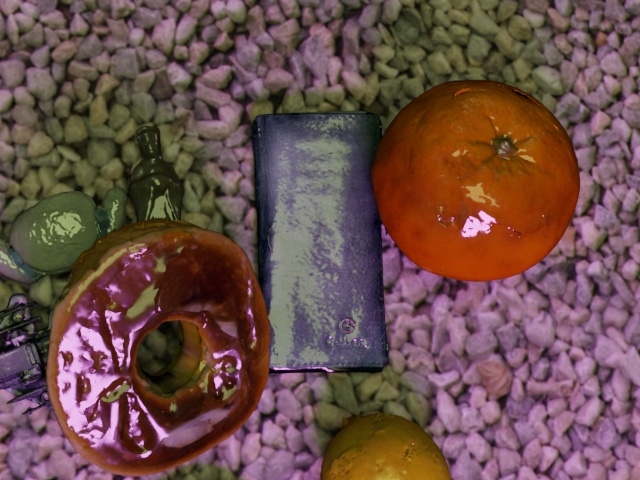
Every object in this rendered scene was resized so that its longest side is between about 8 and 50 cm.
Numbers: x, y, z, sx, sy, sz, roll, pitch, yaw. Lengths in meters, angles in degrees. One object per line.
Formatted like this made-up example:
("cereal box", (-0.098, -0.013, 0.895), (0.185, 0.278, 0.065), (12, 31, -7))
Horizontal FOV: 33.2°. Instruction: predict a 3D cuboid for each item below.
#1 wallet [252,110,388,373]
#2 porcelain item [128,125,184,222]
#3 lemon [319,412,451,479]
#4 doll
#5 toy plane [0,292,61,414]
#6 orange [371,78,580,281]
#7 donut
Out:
("wallet", (0.000, 0.000, 1.524), (0.191, 0.046, 0.379), (-1, 80, -9))
("porcelain item", (-0.227, -0.058, 1.501), (0.081, 0.069, 0.215), (-5, 77, -3))
("lemon", (0.085, 0.317, 1.422), (0.173, 0.173, 0.206), (-30, 64, -11))
("doll", (-0.359, -0.009, 1.466), (0.214, 0.071, 0.103), (-26, 84, -7))
("toy plane", (-0.430, 0.170, 1.425), (0.246, 0.078, 0.169), (-21, 85, -10))
("orange", (0.212, -0.080, 1.472), (0.284, 0.226, 0.283), (4, 70, -10))
("donut", (-0.210, 0.131, 1.387), (0.330, 0.160, 0.330), (-7, 107, -23))
